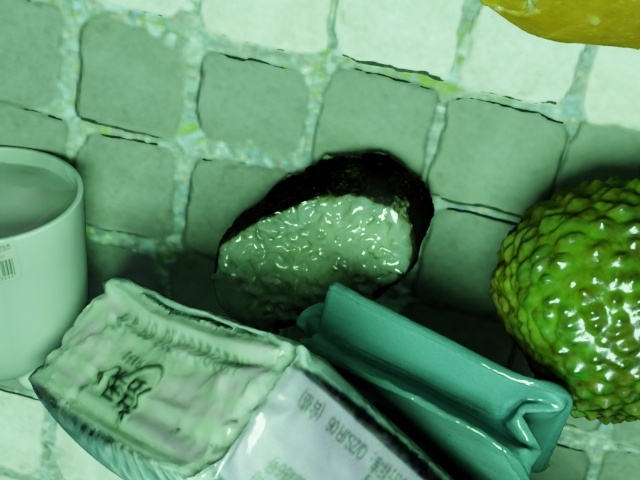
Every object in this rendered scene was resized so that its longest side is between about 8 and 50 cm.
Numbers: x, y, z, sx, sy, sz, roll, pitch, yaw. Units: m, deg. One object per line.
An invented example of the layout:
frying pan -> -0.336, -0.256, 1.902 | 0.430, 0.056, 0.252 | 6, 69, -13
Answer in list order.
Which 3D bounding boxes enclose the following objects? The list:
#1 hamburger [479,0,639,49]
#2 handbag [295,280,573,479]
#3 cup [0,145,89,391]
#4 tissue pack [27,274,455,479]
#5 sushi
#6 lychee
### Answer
hamburger -> 0.204, -0.179, 0.693 | 0.283, 0.144, 0.156 | -10, 148, 7
handbag -> 0.064, 0.114, 0.858 | 0.179, 0.062, 0.229 | 26, 161, 12
cup -> -0.246, 0.025, 0.914 | 0.173, 0.134, 0.142 | 6, 122, 7
tissue pack -> 0.006, 0.178, 0.847 | 0.361, 0.122, 0.259 | 45, 161, -29
sushi -> 0.000, 0.000, 0.882 | 0.150, 0.078, 0.090 | -25, 106, 24
lychee -> 0.194, 0.031, 0.819 | 0.171, 0.171, 0.171 | 5, 120, 9
